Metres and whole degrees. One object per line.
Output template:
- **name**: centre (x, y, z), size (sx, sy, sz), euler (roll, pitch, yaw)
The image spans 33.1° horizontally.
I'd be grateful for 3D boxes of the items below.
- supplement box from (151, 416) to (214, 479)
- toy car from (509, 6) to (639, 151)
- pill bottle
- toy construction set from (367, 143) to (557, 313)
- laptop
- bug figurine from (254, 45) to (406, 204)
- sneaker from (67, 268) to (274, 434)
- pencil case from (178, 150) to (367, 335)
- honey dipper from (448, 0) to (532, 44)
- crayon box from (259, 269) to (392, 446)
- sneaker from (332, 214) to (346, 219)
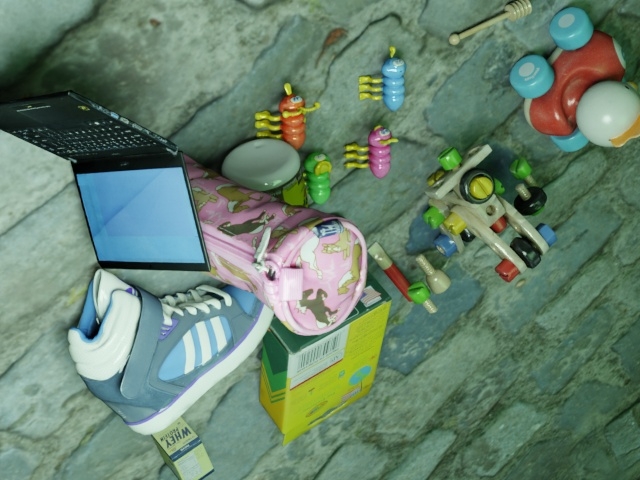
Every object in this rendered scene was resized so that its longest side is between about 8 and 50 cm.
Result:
- **supplement box**: centre (-0.227, 0.345, 1.763), size (0.056, 0.083, 0.083), euler (-33, 132, -19)
- **toy car**: centre (0.493, -0.248, 1.866), size (0.210, 0.238, 0.219), euler (-50, 135, -2)
- **pill bottle**: centre (-0.074, -0.039, 1.625), size (0.117, 0.117, 0.215), euler (-30, 134, -21)
- **toy construction set**: centre (0.215, -0.045, 1.827), size (0.309, 0.257, 0.237), euler (-34, 117, 13)
- **laptop**: centre (-0.290, -0.065, 1.340), size (0.264, 0.234, 0.136), euler (26, 70, -45)
- **bug figurine**: centre (0.040, -0.172, 1.671), size (0.279, 0.072, 0.216), euler (-25, 129, -25)
- **sneaker**: centre (-0.225, 0.105, 1.593), size (0.323, 0.130, 0.236), euler (-46, 123, -24)
- **pencil case**: centre (-0.118, -0.009, 1.433), size (0.160, 0.386, 0.167), euler (-44, 135, -23)
- **honey dipper**: centre (0.278, -0.360, 1.778), size (0.161, 0.030, 0.030), euler (-26, 129, -19)
- **crayon box**: centre (0.001, 0.203, 1.816), size (0.202, 0.081, 0.318), euler (-27, 149, -24)
- **sneaker**: centre (0.000, 0.000, 1.773), size (0.109, 0.040, 0.043), euler (-40, 150, -7)
